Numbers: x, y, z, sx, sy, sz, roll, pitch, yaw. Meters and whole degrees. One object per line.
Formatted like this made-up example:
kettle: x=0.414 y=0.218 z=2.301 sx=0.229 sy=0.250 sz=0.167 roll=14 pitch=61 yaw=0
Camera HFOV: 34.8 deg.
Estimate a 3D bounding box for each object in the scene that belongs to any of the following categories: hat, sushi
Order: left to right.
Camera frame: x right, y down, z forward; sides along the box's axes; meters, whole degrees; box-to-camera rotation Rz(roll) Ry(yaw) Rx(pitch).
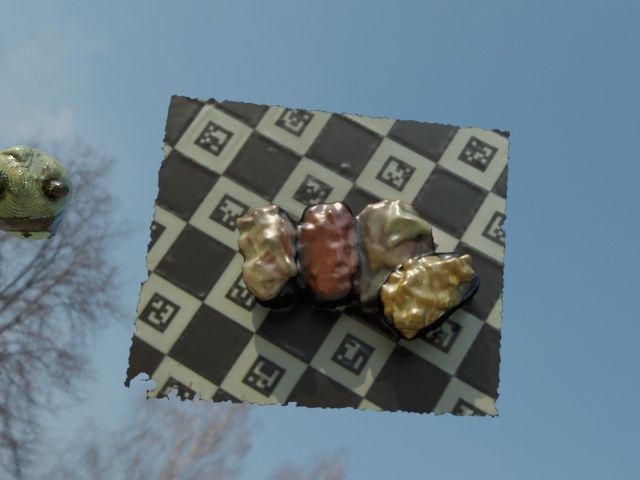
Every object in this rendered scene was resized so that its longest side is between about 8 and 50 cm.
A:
hat: x=-0.255 y=-0.044 z=0.877 sx=0.077 sy=0.076 sz=0.059 roll=21 pitch=-15 yaw=-9
sushi: x=0.000 y=0.000 z=0.790 sx=0.289 sy=0.264 sz=0.050 roll=5 pitch=-22 yaw=5
